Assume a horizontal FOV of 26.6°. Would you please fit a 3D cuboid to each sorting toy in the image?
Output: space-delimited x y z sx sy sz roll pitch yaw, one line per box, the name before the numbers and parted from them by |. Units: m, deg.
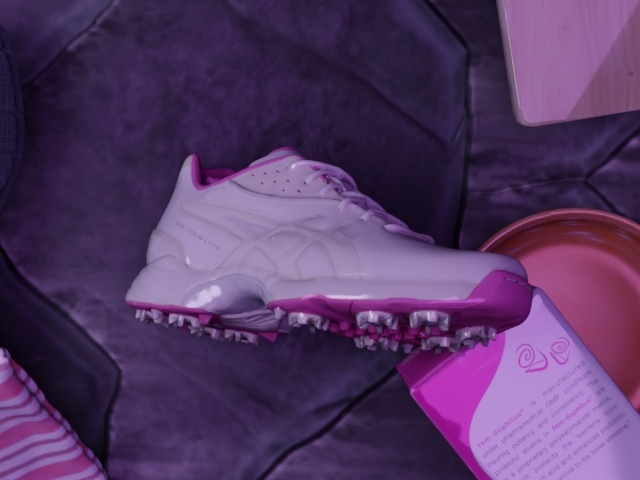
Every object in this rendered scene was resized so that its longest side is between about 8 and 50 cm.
sorting toy | 0.240 -0.225 0.964 0.255 0.089 0.257 -9 93 -3

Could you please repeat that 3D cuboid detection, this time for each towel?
towel | -0.236 0.163 0.927 0.144 0.029 0.197 -28 137 -3

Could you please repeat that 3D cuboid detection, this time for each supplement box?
supplement box | 0.163 0.144 0.928 0.111 0.114 0.220 -38 95 0

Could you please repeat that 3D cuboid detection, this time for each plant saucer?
plant saucer | 0.184 0.075 1.001 0.200 0.037 0.200 0 93 -2

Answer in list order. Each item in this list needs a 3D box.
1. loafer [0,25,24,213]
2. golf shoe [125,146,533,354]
loafer | -0.279 -0.011 0.945 0.109 0.095 0.302 4 90 -39
golf shoe | 0.000 0.000 0.894 0.306 0.115 0.140 2 74 35
